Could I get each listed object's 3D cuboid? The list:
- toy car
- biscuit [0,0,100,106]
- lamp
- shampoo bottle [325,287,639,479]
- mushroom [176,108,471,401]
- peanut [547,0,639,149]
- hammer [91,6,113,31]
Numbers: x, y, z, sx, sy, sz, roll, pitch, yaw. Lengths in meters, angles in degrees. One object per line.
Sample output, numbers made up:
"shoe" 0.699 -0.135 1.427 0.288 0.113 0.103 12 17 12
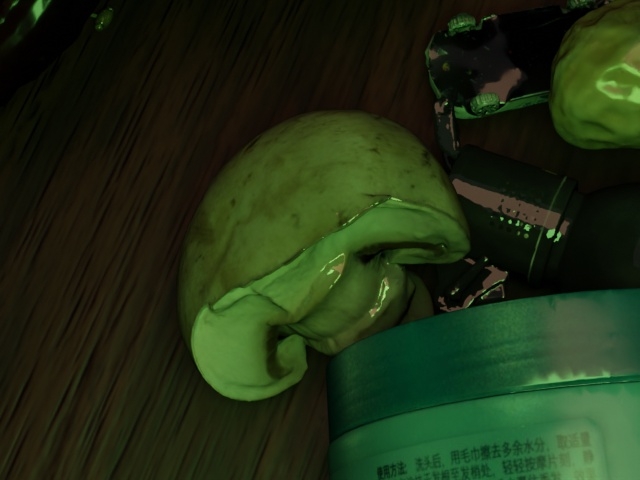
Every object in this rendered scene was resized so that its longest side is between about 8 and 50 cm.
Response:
"toy car" 0.197 -0.166 1.072 0.205 0.056 0.095 -11 70 -8
"biscuit" -0.339 -0.289 1.011 0.407 0.091 0.407 -7 76 27
"lamp" 0.179 -0.002 0.981 0.227 0.147 0.172 18 83 15
"shampoo bottle" 0.175 0.240 0.778 0.331 0.331 0.342 -3 70 -1
"mushroom" 0.000 0.000 0.952 0.254 0.195 0.189 -36 47 25
"peanut" 0.336 -0.162 0.975 0.313 0.152 0.152 -17 71 0
"hammer" -0.255 -0.225 1.118 0.123 0.014 0.029 17 62 9
